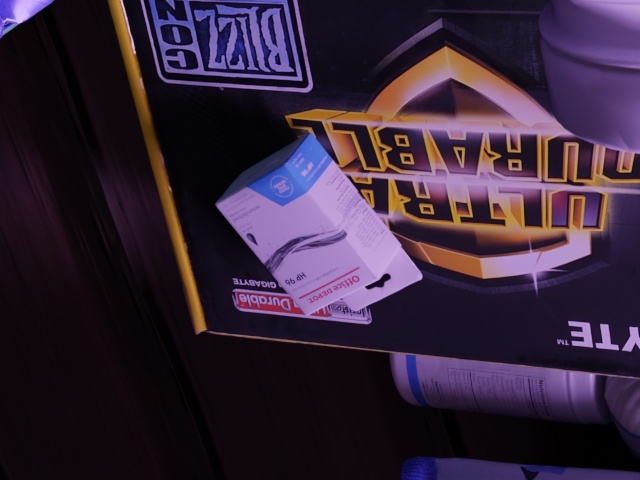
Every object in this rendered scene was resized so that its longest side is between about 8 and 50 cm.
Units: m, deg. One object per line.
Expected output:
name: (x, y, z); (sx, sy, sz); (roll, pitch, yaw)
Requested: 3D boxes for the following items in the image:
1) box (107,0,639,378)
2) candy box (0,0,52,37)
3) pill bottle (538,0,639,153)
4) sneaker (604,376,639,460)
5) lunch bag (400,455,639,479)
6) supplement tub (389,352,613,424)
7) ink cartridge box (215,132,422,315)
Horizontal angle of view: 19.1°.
box: (0.073, -0.067, 0.818); (0.322, 0.079, 0.257); (5, 123, 26)
candy box: (-0.233, -0.193, 0.815); (0.268, 0.122, 0.317); (53, 164, -15)
pill bottle: (0.107, -0.196, 0.561); (0.181, 0.181, 0.323); (2, 116, 28)
sneaker: (0.251, 0.066, 0.874); (0.237, 0.085, 0.086); (-8, 151, 26)
lunch bag: (0.225, 0.287, 0.932); (0.328, 0.239, 0.385); (3, 149, 25)
supplement tub: (0.094, 0.052, 0.944); (0.107, 0.071, 0.071); (3, 124, 26)
ink cartridge box: (0.000, 0.000, 0.836); (0.048, 0.028, 0.083); (-29, 107, 40)
